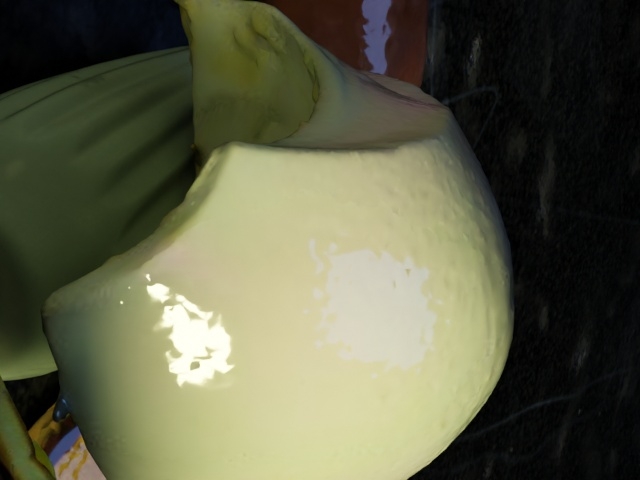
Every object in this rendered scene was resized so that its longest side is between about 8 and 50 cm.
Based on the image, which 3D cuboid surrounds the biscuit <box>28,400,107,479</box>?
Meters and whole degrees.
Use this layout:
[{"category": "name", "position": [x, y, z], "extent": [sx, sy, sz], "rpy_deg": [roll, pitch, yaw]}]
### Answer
[{"category": "biscuit", "position": [-0.098, 0.172, 0.914], "extent": [0.226, 0.042, 0.226], "rpy_deg": [-7, 102, -35]}]

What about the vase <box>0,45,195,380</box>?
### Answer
[{"category": "vase", "position": [-0.113, -0.030, 0.802], "extent": [0.248, 0.128, 0.128], "rpy_deg": [-46, 139, -54]}]

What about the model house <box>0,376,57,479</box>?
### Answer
[{"category": "model house", "position": [-0.157, 0.080, 0.566], "extent": [0.340, 0.323, 0.300], "rpy_deg": [-23, 121, -54]}]

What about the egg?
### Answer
[{"category": "egg", "position": [0.005, 0.013, 0.695], "extent": [0.271, 0.162, 0.206], "rpy_deg": [-68, 149, -58]}]

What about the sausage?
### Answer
[{"category": "sausage", "position": [0.014, -0.179, 0.958], "extent": [0.113, 0.113, 0.259], "rpy_deg": [-27, 123, -52]}]
